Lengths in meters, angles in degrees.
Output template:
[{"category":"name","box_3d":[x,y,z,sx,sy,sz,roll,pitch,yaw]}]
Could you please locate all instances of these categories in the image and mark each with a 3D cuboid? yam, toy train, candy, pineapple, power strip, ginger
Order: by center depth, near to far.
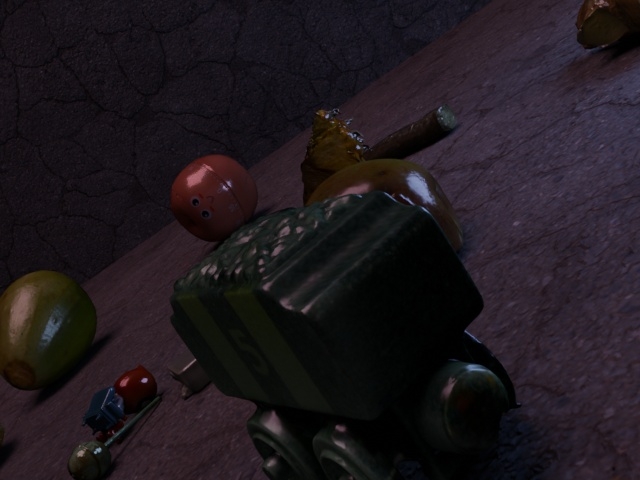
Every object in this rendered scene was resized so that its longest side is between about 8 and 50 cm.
[{"category":"toy train","box_3d":[0.008,0.092,0.636,0.167,0.238,0.299,-40,14,-29]},{"category":"candy","box_3d":[-0.300,0.289,1.204,0.061,0.061,0.202,-29,7,32]},{"category":"power strip","box_3d":[-0.133,0.141,1.276,0.270,0.046,0.118,-41,13,-17]},{"category":"ginger","box_3d":[0.508,-0.397,1.321,0.219,0.123,0.270,-42,13,-13]},{"category":"pineapple","box_3d":[0.061,-0.129,1.508,0.164,0.249,0.140,3,19,17]},{"category":"yam","box_3d":[0.171,-0.207,1.695,0.274,0.061,0.061,-25,17,46]}]

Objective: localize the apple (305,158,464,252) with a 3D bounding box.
[{"category":"apple","box_3d":[0.075,-0.017,1.038,0.188,0.174,0.207,-37,28,11]}]

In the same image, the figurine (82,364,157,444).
[{"category":"figurine","box_3d":[-0.316,0.257,1.282,0.068,0.075,0.140,-27,18,38]}]

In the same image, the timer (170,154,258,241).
[{"category":"timer","box_3d":[-0.293,-0.115,2.205,0.215,0.229,0.230,-47,15,-18]}]

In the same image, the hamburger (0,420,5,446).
[{"category":"hamburger","box_3d":[-0.790,0.450,1.644,0.302,0.170,0.302,-35,17,12]}]

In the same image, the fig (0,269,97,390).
[{"category":"fig","box_3d":[-0.710,0.238,2.022,0.258,0.258,0.326,-31,31,24]}]
